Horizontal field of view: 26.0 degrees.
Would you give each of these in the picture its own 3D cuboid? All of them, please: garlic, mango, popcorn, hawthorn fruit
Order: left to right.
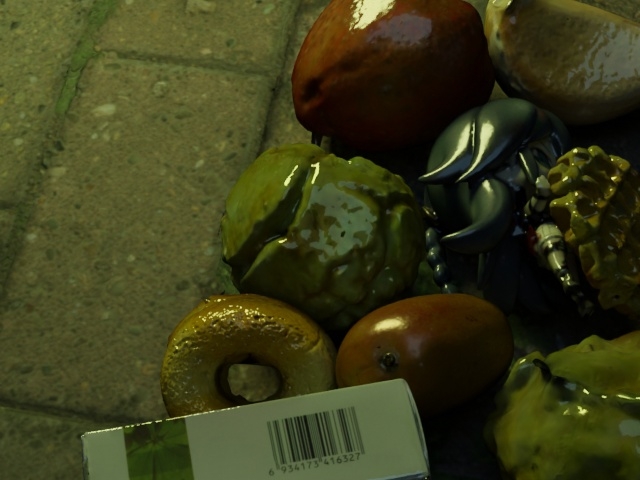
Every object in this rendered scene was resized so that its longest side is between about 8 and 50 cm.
[{"bbox_3d":[0.000,0.000,1.469,0.221,0.183,0.204,32,92,18],"label":"popcorn"},{"bbox_3d":[0.066,-0.187,1.594,0.262,0.210,0.210,-40,62,-6],"label":"hawthorn fruit"},{"bbox_3d":[0.114,0.114,1.381,0.221,0.151,0.120,-13,78,-38],"label":"mango"},{"bbox_3d":[0.307,-0.217,1.623,0.244,0.164,0.145,15,39,5],"label":"garlic"},{"bbox_3d":[0.295,0.197,1.301,0.286,0.215,0.252,5,54,25],"label":"popcorn"}]

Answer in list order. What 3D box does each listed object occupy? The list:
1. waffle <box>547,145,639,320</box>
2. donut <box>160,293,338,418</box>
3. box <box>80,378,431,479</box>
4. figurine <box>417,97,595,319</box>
[{"bbox_3d":[0.326,0.017,1.430,0.056,0.253,0.249,-33,63,31],"label":"waffle"},{"bbox_3d":[-0.075,0.141,1.385,0.190,0.074,0.174,20,92,7],"label":"donut"},{"bbox_3d":[-0.056,0.240,1.285,0.299,0.200,0.106,-8,56,-6],"label":"box"},{"bbox_3d":[0.203,-0.029,1.492,0.197,0.175,0.265,4,47,10],"label":"figurine"}]
